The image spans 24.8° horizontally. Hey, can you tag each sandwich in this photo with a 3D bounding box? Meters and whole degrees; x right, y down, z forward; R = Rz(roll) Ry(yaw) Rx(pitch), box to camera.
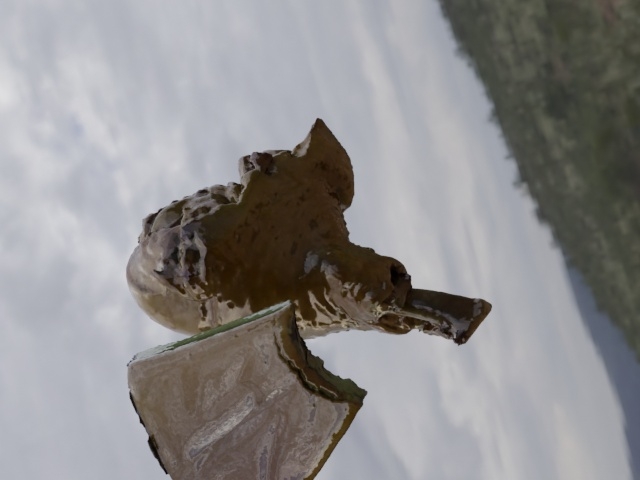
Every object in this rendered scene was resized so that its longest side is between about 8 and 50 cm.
[{"bbox_3d":[-0.048,0.191,1.375,0.245,0.212,0.063,64,-158,-13],"label":"sandwich"}]

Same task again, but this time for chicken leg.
[{"bbox_3d":[0.000,0.000,1.624,0.182,0.409,0.295,77,-150,-59],"label":"chicken leg"}]
